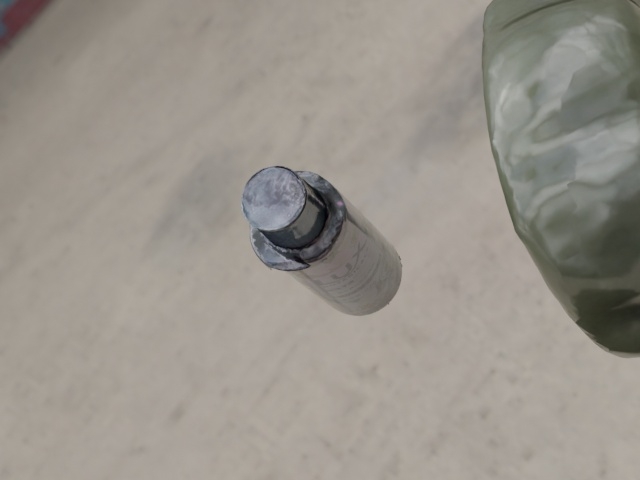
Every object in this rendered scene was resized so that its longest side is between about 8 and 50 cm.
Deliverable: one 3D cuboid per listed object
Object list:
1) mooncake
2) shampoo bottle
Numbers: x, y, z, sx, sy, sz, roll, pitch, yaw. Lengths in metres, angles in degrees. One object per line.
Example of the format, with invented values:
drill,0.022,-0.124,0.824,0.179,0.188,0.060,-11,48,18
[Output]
mooncake,0.214,-0.060,1.199,0.135,0.275,0.275,-24,35,23
shampoo bottle,0.000,0.000,1.189,0.072,0.214,0.072,-4,75,16
